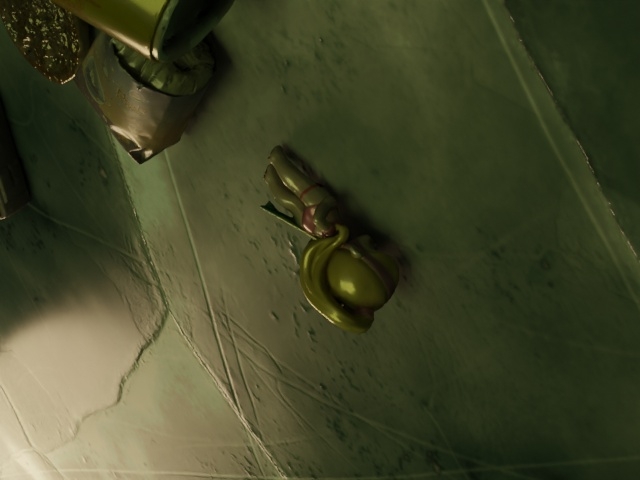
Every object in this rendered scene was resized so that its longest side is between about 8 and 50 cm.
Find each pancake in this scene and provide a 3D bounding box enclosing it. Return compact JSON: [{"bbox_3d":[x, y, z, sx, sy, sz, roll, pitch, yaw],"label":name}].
[{"bbox_3d":[-0.288,-0.233,1.317,0.152,0.025,0.151,32,140,32],"label":"pancake"}]

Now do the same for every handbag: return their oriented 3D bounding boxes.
[{"bbox_3d":[-0.161,-0.154,1.168,0.117,0.095,0.173,50,149,3],"label":"handbag"}]

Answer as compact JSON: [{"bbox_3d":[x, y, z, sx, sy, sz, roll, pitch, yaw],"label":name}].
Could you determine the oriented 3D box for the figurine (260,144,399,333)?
[{"bbox_3d":[0.000,0.000,1.120,0.187,0.083,0.083,54,147,21],"label":"figurine"}]

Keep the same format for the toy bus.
[{"bbox_3d":[-0.401,-0.106,1.535,0.072,0.057,0.172,13,128,34],"label":"toy bus"}]

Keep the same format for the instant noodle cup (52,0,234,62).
[{"bbox_3d":[-0.174,-0.262,1.001,0.236,0.215,0.215,39,144,4],"label":"instant noodle cup"}]
